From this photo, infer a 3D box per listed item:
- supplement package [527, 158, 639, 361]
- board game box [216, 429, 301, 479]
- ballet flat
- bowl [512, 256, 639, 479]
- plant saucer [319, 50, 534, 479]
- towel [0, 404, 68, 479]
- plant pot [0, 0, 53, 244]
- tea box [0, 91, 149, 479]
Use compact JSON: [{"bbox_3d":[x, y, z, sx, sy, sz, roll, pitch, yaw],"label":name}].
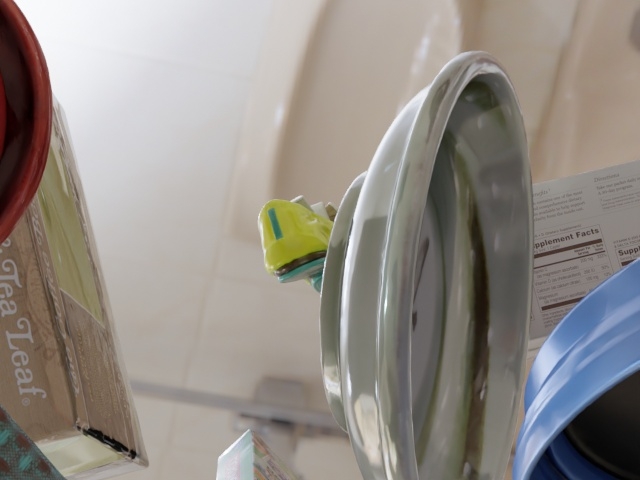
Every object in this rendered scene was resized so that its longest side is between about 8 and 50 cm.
[{"bbox_3d":[0.214,0.032,1.620,0.204,0.261,0.145,110,146,-77],"label":"supplement package"},{"bbox_3d":[0.033,0.316,1.447,0.046,0.317,0.213,-42,9,6],"label":"board game box"},{"bbox_3d":[0.000,0.000,1.492,0.077,0.077,0.231,64,-166,12],"label":"ballet flat"},{"bbox_3d":[0.302,0.099,0.958,0.391,0.391,0.077,114,157,-51],"label":"bowl"},{"bbox_3d":[0.079,0.052,1.314,0.400,0.100,0.401,4,-90,-71],"label":"plant saucer"},{"bbox_3d":[-0.226,0.121,0.535,0.040,0.271,0.370,-22,25,32],"label":"towel"},{"bbox_3d":[-0.236,-0.059,0.784,0.174,0.191,0.191,4,-82,-67],"label":"plant pot"},{"bbox_3d":[-0.287,0.028,1.247,0.323,0.220,0.329,80,175,-76],"label":"tea box"}]
